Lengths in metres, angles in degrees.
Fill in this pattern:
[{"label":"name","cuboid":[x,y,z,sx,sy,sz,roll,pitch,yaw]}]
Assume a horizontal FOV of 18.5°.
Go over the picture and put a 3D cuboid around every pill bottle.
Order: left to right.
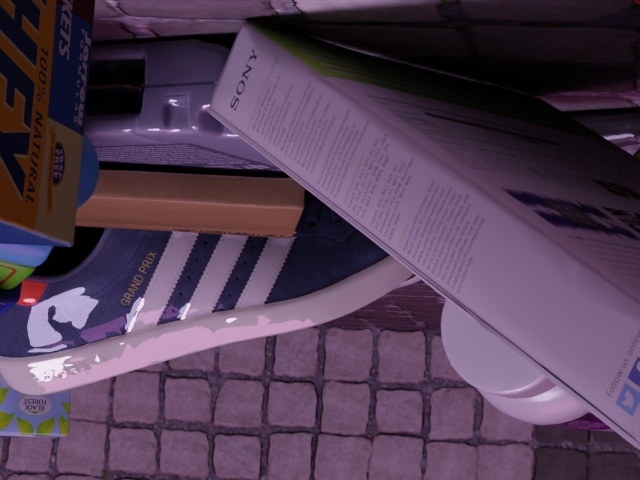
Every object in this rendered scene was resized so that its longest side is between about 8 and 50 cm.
[{"label":"pill bottle","cuboid":[0.233,0.091,1.831,0.169,0.169,0.301,-1,173,30]}]

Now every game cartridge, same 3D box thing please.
[{"label":"game cartridge","cuboid":[-0.123,-0.067,1.139,0.294,0.060,0.196,0,169,29]}]

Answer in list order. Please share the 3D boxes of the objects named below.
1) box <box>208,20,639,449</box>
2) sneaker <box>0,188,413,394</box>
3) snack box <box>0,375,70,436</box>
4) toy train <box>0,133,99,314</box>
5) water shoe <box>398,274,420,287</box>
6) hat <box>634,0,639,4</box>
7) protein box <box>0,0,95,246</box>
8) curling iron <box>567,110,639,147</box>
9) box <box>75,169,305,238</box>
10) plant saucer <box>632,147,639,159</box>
[{"label":"box","cuboid":[0.124,0.000,0.938,0.232,0.058,0.322,9,-158,-43]},{"label":"sneaker","cuboid":[-0.081,-0.011,1.365,0.350,0.148,0.131,-18,-158,0]},{"label":"snack box","cuboid":[-0.260,0.053,1.566,0.070,0.207,0.174,8,173,-32]},{"label":"toy train","cuboid":[-0.244,-0.039,0.984,0.248,0.105,0.143,17,150,-27]},{"label":"water shoe","cuboid":[0.000,0.000,1.575,0.203,0.073,0.080,2,171,8]},{"label":"hat","cuboid":[0.231,-0.094,0.857,0.173,0.183,0.208,8,-142,28]},{"label":"protein box","cuboid":[-0.210,-0.078,0.708,0.201,0.136,0.200,2,173,14]},{"label":"curling iron","cuboid":[0.077,-0.058,1.191,0.274,0.035,0.068,0,173,27]},{"label":"box","cuboid":[-0.112,-0.024,1.199,0.201,0.021,0.164,4,174,-3]},{"label":"plant saucer","cuboid":[0.299,-0.046,1.188,0.241,0.037,0.241,3,174,0]}]
